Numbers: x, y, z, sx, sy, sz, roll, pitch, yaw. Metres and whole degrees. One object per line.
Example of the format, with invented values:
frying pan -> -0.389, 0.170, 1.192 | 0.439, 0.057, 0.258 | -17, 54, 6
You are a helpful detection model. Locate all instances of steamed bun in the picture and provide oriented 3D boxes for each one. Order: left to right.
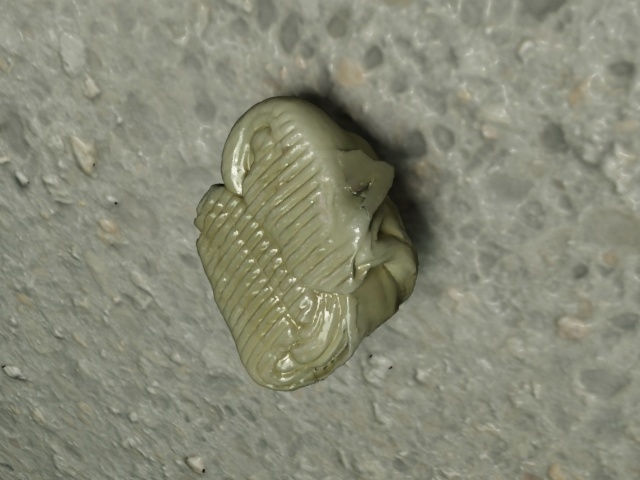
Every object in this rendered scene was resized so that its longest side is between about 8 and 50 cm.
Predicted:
steamed bun -> 0.001, -0.002, 0.699 | 0.211, 0.144, 0.218 | -50, 62, 35
